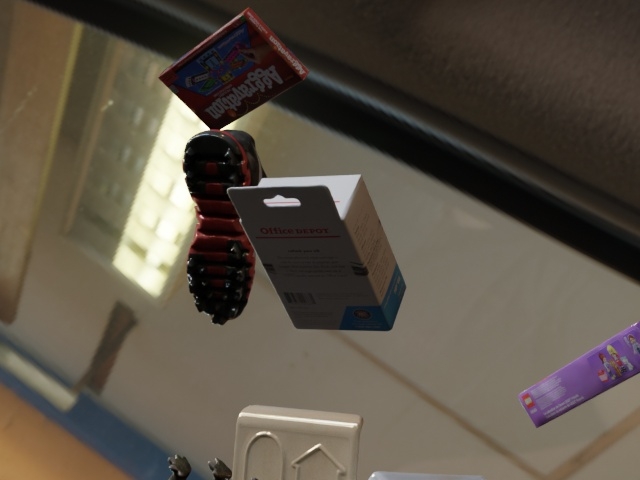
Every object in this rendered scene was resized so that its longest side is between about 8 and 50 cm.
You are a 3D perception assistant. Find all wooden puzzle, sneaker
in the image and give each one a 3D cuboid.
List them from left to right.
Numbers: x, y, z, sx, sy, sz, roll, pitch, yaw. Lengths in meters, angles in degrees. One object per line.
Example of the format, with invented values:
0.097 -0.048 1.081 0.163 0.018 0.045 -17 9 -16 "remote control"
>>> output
-0.121 -0.026 1.475 0.098 0.135 0.276 6 -68 15 "sneaker"
-0.047 0.511 2.177 0.322 0.347 0.080 -2 -15 40 "wooden puzzle"

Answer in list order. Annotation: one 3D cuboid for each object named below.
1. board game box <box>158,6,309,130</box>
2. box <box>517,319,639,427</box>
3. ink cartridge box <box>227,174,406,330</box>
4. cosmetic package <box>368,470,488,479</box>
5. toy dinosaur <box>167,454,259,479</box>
-0.153 -0.281 1.863 0.145 0.027 0.281 44 -36 -18 "board game box"
0.414 0.146 1.453 0.057 0.201 0.293 60 -29 13 "box"
0.000 0.000 0.988 0.104 0.060 0.180 0 -46 27 "ink cartridge box"
0.218 0.625 1.887 0.327 0.394 0.329 38 -78 36 "cosmetic package"
-0.151 0.337 1.271 0.121 0.313 0.160 45 -70 19 "toy dinosaur"
